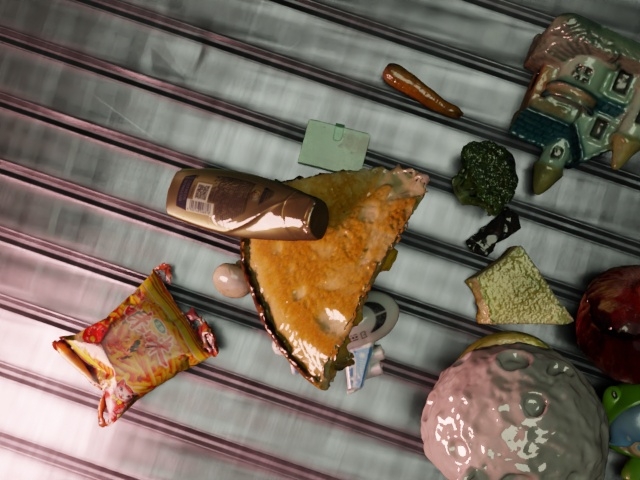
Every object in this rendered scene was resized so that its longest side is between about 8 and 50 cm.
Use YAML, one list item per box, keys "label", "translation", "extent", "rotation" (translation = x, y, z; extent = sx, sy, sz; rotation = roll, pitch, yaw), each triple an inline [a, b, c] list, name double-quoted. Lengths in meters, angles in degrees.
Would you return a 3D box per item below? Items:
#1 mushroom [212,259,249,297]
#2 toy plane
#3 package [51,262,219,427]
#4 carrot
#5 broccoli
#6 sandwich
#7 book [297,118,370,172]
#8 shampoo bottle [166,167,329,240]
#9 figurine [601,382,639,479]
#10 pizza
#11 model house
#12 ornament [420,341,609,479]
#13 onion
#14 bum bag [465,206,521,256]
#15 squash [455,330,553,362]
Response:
- label: "mushroom"
  translation: [-0.176, 0.074, 1.625]
  extent: [0.085, 0.085, 0.079]
  rotation: [24, 45, 1]
- label: "toy plane"
  translation: [0.031, 0.175, 1.590]
  extent: [0.267, 0.122, 0.266]
  rotation: [0, 87, -3]
- label: "package"
  translation: [-0.371, 0.209, 1.597]
  extent: [0.288, 0.108, 0.223]
  rotation: [-33, 82, -9]
- label: "carrot"
  translation: [0.214, -0.308, 1.651]
  extent: [0.191, 0.047, 0.047]
  rotation: [32, 88, 1]
- label: "broccoli"
  translation: [0.336, -0.126, 1.601]
  extent: [0.138, 0.146, 0.162]
  rotation: [-35, 72, 36]
- label: "sandwich"
  translation: [0.397, 0.130, 1.625]
  extent: [0.162, 0.058, 0.193]
  rotation: [-36, 90, 0]
- label: "book"
  translation: [0.029, -0.195, 1.657]
  extent: [0.135, 0.017, 0.103]
  rotation: [15, 88, 0]
- label: "shampoo bottle"
  translation: [-0.144, -0.068, 1.533]
  extent: [0.350, 0.084, 0.125]
  rotation: [10, 81, 32]
- label: "figurine"
  translation: [0.647, 0.395, 1.579]
  extent: [0.162, 0.143, 0.263]
  rotation: [-18, 104, 4]
- label: "pizza"
  translation: [-0.026, 0.019, 1.528]
  extent: [0.392, 0.080, 0.434]
  rotation: [24, 82, 35]
- label: "model house"
  translation: [0.511, -0.240, 1.580]
  extent: [0.267, 0.194, 0.324]
  rotation: [25, 91, 1]
- label: "ornament"
  translation: [0.357, 0.342, 1.432]
  extent: [0.337, 0.337, 0.336]
  rotation: [0, 87, 0]
- label: "onion"
  translation: [0.622, 0.157, 1.540]
  extent: [0.247, 0.190, 0.246]
  rotation: [-4, 47, 4]
- label: "bum bag"
  translation: [0.362, -0.016, 1.641]
  extent: [0.124, 0.034, 0.058]
  rotation: [-38, 79, -2]
- label: "squash"
  translation: [0.385, 0.311, 1.618]
  extent: [0.252, 0.049, 0.251]
  rotation: [0, 88, 1]
